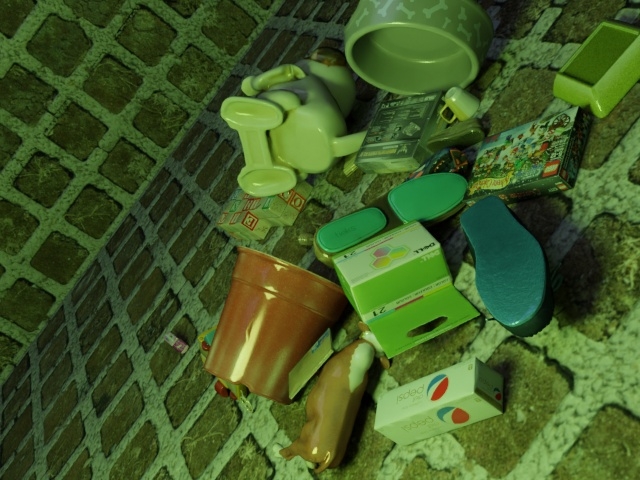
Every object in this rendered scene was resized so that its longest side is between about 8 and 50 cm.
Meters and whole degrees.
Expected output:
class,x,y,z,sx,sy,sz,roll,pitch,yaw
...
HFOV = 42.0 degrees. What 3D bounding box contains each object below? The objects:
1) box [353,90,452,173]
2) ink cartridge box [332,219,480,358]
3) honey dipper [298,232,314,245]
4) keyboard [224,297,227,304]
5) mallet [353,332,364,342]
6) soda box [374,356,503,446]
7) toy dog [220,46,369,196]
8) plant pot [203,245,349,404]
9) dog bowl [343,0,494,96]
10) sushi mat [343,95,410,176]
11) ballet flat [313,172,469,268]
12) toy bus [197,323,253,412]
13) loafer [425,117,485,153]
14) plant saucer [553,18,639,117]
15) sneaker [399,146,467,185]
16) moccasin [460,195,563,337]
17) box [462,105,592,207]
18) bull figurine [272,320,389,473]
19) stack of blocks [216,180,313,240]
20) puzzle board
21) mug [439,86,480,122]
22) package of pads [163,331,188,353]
class,x,y,z,sx,sy,sz,roll,pitch,yaw
box,0.196,-0.251,1.966,0.231,0.056,0.183,1,63,56
ink cartridge box,0.152,0.081,1.528,0.188,0.097,0.255,-24,27,-5
honey dipper,0.000,0.000,2.049,0.160,0.030,0.030,5,62,56
keyboard,-0.212,0.175,2.197,0.108,0.023,0.180,-52,26,19
mallet,0.087,0.194,1.656,0.190,0.039,0.062,-55,22,7
soda box,0.189,0.263,1.347,0.216,0.074,0.069,-32,33,39
toy dog,-0.036,-0.357,2.212,0.395,0.285,0.408,-7,33,23
plant pot,-0.102,0.186,1.752,0.272,0.272,0.265,10,75,62
dog bowl,0.213,-0.443,1.894,0.348,0.348,0.102,-14,58,53
sushi mat,0.175,-0.301,2.131,0.316,0.019,0.151,-39,29,29
ballet flat,0.146,-0.031,1.697,0.342,0.124,0.116,-27,62,-9
toy bus,-0.196,0.282,1.934,0.104,0.202,0.191,-31,8,-26
loafer,0.294,-0.225,1.799,0.148,0.056,0.050,-11,47,42
plant saucer,0.526,-0.333,1.545,0.188,0.045,0.188,-50,26,9
sneaker,0.222,-0.119,1.778,0.221,0.083,0.087,-37,16,20
moccasin,0.323,0.044,1.355,0.137,0.117,0.342,-29,28,20
box,0.383,-0.148,1.560,0.233,0.044,0.159,-15,45,53
bull figurine,0.025,0.291,1.565,0.188,0.101,0.310,-30,28,53
stack of blocks,-0.163,-0.096,2.368,0.297,0.087,0.171,-2,56,59
puzzle board,-0.018,0.236,1.597,0.128,0.011,0.096,-49,14,14
mug,0.307,-0.303,1.857,0.078,0.064,0.062,-59,27,-9
package of pads,-0.408,0.288,2.352,0.032,0.050,0.083,-53,25,-11
